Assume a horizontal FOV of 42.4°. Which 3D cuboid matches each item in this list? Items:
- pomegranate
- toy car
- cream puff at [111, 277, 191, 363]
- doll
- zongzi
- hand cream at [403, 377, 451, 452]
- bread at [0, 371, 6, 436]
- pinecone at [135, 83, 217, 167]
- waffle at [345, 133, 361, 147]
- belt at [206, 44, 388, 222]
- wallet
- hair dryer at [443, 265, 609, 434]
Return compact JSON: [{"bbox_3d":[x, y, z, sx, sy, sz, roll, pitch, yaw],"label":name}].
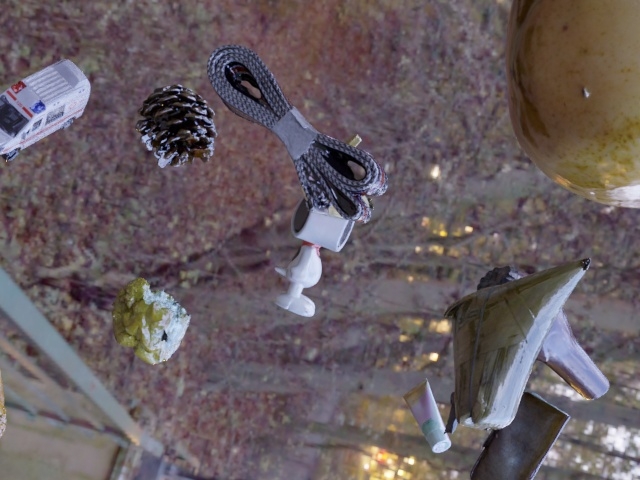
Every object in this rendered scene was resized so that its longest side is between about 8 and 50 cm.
[{"bbox_3d":[0.439,-0.247,1.100,0.416,0.416,0.417,13,90,-83],"label":"pomegranate"},{"bbox_3d":[-0.481,-0.220,1.370,0.209,0.089,0.108,-43,-178,-42],"label":"toy car"},{"bbox_3d":[-0.315,0.145,1.499,0.121,0.156,0.156,-52,174,4],"label":"cream puff"},{"bbox_3d":[-0.001,0.009,1.575,0.208,0.144,0.271,129,-22,-79],"label":"doll"},{"bbox_3d":[0.311,0.159,1.249,0.115,0.256,0.228,32,47,-37],"label":"zongzi"},{"bbox_3d":[0.247,0.407,1.908,0.076,0.047,0.174,-41,-139,18],"label":"hand cream"},{"bbox_3d":[-0.906,0.369,1.845,0.215,0.398,0.398,21,-80,56],"label":"bread"},{"bbox_3d":[-0.323,-0.255,1.896,0.184,0.205,0.179,-15,151,-43],"label":"pinecone"},{"bbox_3d":[0.048,-0.186,1.713,0.092,0.021,0.135,-44,-176,5],"label":"waffle"},{"bbox_3d":[-0.042,-0.172,1.301,0.126,0.359,0.094,-45,167,10],"label":"belt"},{"bbox_3d":[0.452,0.474,1.896,0.255,0.137,0.031,-57,154,-5],"label":"wallet"},{"bbox_3d":[0.341,0.246,1.456,0.340,0.312,0.123,-46,-167,-27],"label":"hair dryer"}]
